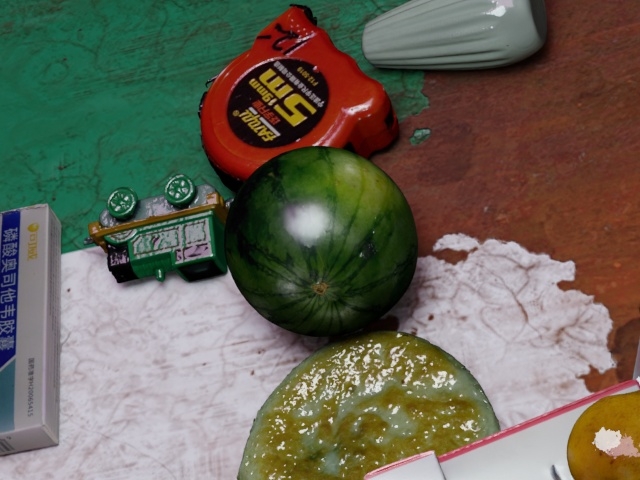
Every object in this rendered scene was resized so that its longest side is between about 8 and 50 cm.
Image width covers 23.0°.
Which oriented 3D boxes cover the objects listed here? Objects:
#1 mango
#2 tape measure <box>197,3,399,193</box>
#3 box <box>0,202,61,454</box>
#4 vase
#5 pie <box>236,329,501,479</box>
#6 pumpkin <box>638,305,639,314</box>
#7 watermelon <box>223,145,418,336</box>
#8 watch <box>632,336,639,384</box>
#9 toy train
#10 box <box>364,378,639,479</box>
[{"bbox_3d":[0.309,0.186,1.462,0.165,0.089,0.115,-15,43,-7],"label":"mango"},{"bbox_3d":[-0.041,-0.168,2.132,0.260,0.114,0.253,-40,57,-6],"label":"tape measure"},{"bbox_3d":[-0.447,0.124,2.096,0.200,0.065,0.343,-12,57,10],"label":"box"},{"bbox_3d":[0.178,-0.289,2.140,0.248,0.128,0.128,-9,57,22],"label":"vase"},{"bbox_3d":[0.060,0.242,1.875,0.323,0.070,0.323,-8,54,11],"label":"pie"},{"bbox_3d":[0.423,0.082,1.891,0.083,0.028,0.050,5,63,24],"label":"pumpkin"},{"bbox_3d":[0.000,0.002,1.938,0.242,0.242,0.242,-8,57,12],"label":"watermelon"},{"bbox_3d":[0.470,0.170,1.752,0.241,0.161,0.253,9,66,15],"label":"watch"},{"bbox_3d":[-0.207,-0.005,2.094,0.228,0.091,0.136,-15,66,7],"label":"toy train"},{"bbox_3d":[0.252,0.374,1.587,0.300,0.312,0.314,-21,55,0],"label":"box"}]
